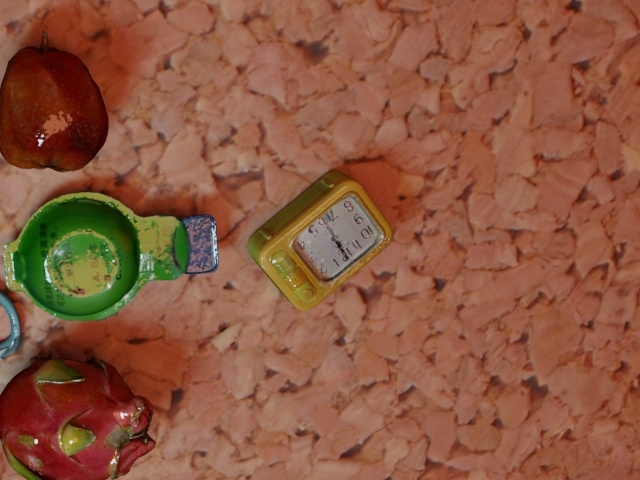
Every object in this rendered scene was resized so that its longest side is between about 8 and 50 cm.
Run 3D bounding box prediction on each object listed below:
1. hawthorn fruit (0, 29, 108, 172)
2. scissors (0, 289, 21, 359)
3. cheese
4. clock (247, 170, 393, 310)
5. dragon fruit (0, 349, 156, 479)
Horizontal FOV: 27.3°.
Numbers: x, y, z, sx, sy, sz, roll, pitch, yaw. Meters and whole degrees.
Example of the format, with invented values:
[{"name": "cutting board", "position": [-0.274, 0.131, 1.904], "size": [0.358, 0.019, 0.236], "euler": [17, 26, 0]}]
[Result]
[{"name": "hawthorn fruit", "position": [-0.378, -0.181, 1.863], "size": [0.174, 0.179, 0.173], "euler": [-8, 148, -5]}, {"name": "scissors", "position": [-0.596, 0.055, 1.919], "size": [0.180, 0.032, 0.393], "euler": [-37, 115, -7]}, {"name": "cheese", "position": [-0.312, 0.022, 1.987], "size": [0.321, 0.083, 0.203], "euler": [-7, 107, -16]}, {"name": "clock", "position": [0.000, 0.000, 2.092], "size": [0.202, 0.096, 0.143], "euler": [-41, 112, -6]}, {"name": "dragon fruit", "position": [-0.367, 0.277, 1.969], "size": [0.224, 0.227, 0.224], "euler": [-45, 149, -36]}]
